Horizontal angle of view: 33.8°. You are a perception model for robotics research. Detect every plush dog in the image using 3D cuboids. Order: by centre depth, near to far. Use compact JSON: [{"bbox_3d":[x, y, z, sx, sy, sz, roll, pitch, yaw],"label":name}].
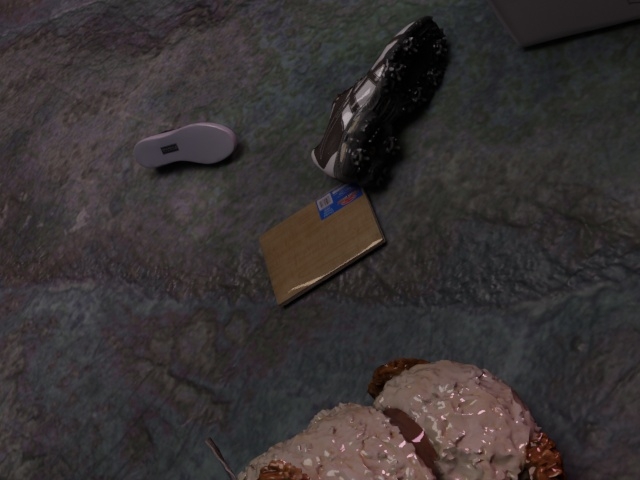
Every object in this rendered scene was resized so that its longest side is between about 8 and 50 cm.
[{"bbox_3d":[0.061,0.177,0.813,0.225,0.210,0.262,-32,44,-20],"label":"plush dog"}]

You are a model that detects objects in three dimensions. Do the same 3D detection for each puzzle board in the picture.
[{"bbox_3d":[0.000,0.000,1.070,0.128,0.011,0.096,-32,47,15],"label":"puzzle board"}]

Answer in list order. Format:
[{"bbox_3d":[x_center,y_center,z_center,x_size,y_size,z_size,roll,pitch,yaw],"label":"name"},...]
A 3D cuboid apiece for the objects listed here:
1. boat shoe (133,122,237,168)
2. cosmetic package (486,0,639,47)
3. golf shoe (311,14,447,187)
[{"bbox_3d":[-0.154,-0.115,1.233,0.142,0.049,0.040,-5,22,29],"label":"boat shoe"},{"bbox_3d":[0.298,-0.425,0.897,0.394,0.327,0.329,-9,58,32],"label":"cosmetic package"},{"bbox_3d":[0.055,-0.149,1.079,0.094,0.077,0.198,14,67,48],"label":"golf shoe"}]
